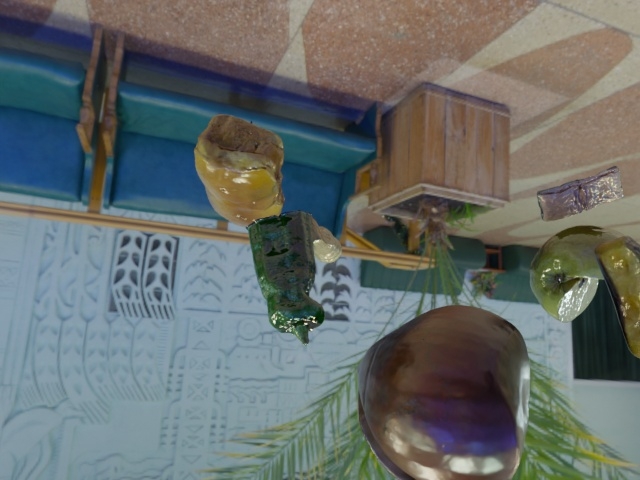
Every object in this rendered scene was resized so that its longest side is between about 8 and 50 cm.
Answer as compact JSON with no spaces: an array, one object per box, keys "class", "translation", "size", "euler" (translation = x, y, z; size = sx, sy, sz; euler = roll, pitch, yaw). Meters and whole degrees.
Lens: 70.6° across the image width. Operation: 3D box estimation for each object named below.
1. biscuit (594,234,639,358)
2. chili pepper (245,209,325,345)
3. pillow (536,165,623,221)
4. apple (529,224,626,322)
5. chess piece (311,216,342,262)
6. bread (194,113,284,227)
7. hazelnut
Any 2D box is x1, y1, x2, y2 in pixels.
[{"class":"biscuit","translation":[0.463,0.064,0.597],"size":[0.039,0.174,0.183],"euler":[-2,164,-17]},{"class":"chili pepper","translation":[-0.060,0.076,0.891],"size":[0.136,0.270,0.099],"euler":[-4,156,-20]},{"class":"pillow","translation":[0.774,-0.132,1.347],"size":[0.232,0.043,0.126],"euler":[-20,130,16]},{"class":"apple","translation":[0.749,0.079,1.310],"size":[0.258,0.233,0.295],"euler":[0,144,-28]},{"class":"chess piece","translation":[0.000,0.000,1.839],"size":[0.137,0.137,0.301],"euler":[2,165,12]},{"class":"bread","translation":[-0.176,-0.131,1.031],"size":[0.195,0.149,0.344],"euler":[23,161,4]},{"class":"hazelnut","translation":[0.255,0.318,0.921],"size":[0.359,0.359,0.409],"euler":[-4,-176,36]}]
